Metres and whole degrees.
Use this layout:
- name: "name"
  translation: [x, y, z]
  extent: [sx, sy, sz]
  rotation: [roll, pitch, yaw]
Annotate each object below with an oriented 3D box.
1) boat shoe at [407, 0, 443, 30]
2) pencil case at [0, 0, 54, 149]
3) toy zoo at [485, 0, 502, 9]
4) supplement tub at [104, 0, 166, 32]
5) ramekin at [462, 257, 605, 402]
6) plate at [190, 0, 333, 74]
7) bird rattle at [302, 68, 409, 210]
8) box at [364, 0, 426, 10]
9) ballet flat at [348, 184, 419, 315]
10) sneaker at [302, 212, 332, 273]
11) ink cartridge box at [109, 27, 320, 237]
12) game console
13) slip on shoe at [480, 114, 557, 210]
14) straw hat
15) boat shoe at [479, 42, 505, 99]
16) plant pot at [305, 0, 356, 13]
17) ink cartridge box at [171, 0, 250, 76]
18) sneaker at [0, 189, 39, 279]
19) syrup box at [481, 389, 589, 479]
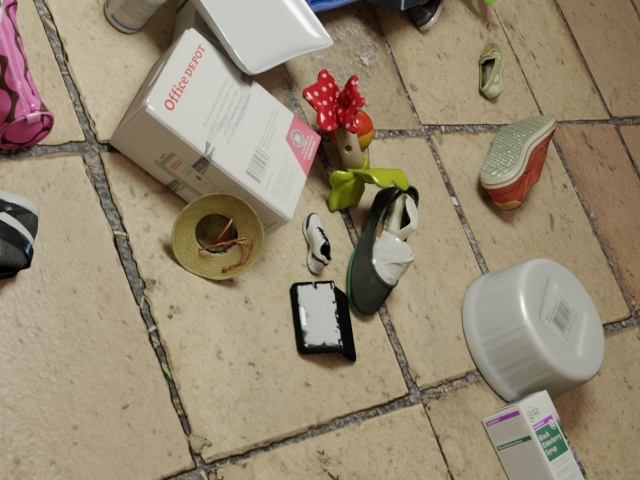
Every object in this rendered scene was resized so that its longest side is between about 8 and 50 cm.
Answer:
- name: "boat shoe"
  translation: [0.237, -0.550, 2.214]
  extent: [0.065, 0.075, 0.206]
  rotation: [38, 50, -25]
- name: "pencil case"
  translation: [-0.427, -0.234, 1.372]
  extent: [0.095, 0.098, 0.209]
  rotation: [-10, 74, -46]
- name: "toy zoo"
  translation: [0.297, -0.669, 2.328]
  extent: [0.293, 0.030, 0.192]
  rotation: [37, 25, -22]
- name: "supplement tub"
  translation: [-0.286, -0.383, 1.588]
  extent: [0.071, 0.107, 0.071]
  rotation: [23, 52, -33]
- name: "ramekin"
  translation: [0.410, 0.167, 1.900]
  extent: [0.277, 0.135, 0.277]
  rotation: [23, 53, -33]
- name: "plate"
  translation: [-0.130, -0.402, 1.660]
  extent: [0.277, 0.045, 0.278]
  rotation: [55, 35, 0]
- name: "bird rattle"
  translation: [0.042, -0.184, 1.752]
  extent: [0.207, 0.143, 0.253]
  rotation: [-87, 153, -65]
- name: "box"
  translation: [0.176, -0.648, 2.034]
  extent: [0.296, 0.183, 0.293]
  rotation: [-33, 134, -49]
- name: "ballet flat"
  translation: [0.116, 0.002, 1.746]
  extent: [0.095, 0.096, 0.280]
  rotation: [40, 44, -28]
- name: "sneaker"
  translation: [0.000, 0.000, 1.679]
  extent: [0.040, 0.044, 0.109]
  rotation: [12, 57, -36]
- name: "ink cartridge box"
  translation: [-0.156, -0.159, 1.569]
  extent: [0.283, 0.117, 0.207]
  rotation: [38, 45, -21]
- name: "game console"
  translation: [0.006, 0.133, 1.627]
  extent: [0.107, 0.071, 0.122]
  rotation: [-3, 64, -12]
- name: "slip on shoe"
  translation: [0.428, -0.175, 2.154]
  extent: [0.331, 0.123, 0.101]
  rotation: [-53, 128, -47]
- name: "straw hat"
  translation: [-0.159, -0.014, 1.516]
  extent: [0.144, 0.144, 0.061]
  rotation: [32, 9, -26]
- name: "boat shoe"
  translation: [0.380, -0.389, 2.270]
  extent: [0.048, 0.056, 0.152]
  rotation: [28, 57, -35]
- name: "plant pot"
  translation: [-0.011, -0.580, 1.859]
  extent: [0.212, 0.236, 0.236]
  rotation: [38, 39, 20]
- name: "ink cartridge box"
  translation: [-0.169, -0.376, 1.714]
  extent: [0.140, 0.082, 0.190]
  rotation: [27, 50, -31]
- name: "sneaker"
  translation: [-0.446, -0.017, 1.235]
  extent: [0.217, 0.079, 0.121]
  rotation: [19, 53, -37]
- name: "syrup box"
  translation: [0.389, 0.393, 1.773]
  extent: [0.093, 0.096, 0.236]
  rotation: [-15, 78, -47]
